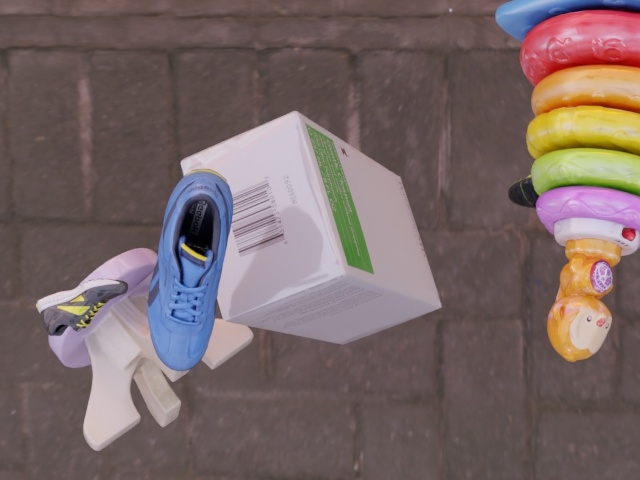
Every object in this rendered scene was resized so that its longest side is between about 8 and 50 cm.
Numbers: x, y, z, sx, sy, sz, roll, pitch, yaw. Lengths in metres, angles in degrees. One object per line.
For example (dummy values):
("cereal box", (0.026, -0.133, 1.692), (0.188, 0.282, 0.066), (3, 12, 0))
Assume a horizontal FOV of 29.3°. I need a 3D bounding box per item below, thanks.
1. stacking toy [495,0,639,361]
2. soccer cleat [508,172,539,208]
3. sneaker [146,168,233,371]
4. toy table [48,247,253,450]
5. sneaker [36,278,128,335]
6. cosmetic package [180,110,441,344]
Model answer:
("stacking toy", (0.227, -0.050, 0.987), (0.166, 0.175, 0.302), (-3, 69, 47))
("soccer cleat", (0.308, -0.048, 1.560), (0.060, 0.179, 0.072), (28, 71, -39))
("sneaker", (-0.128, 0.036, 1.169), (0.069, 0.082, 0.209), (10, 108, -5))
("toy table", (-0.232, 0.138, 1.586), (0.252, 0.274, 0.161), (-37, 76, -13))
("sneaker", (-0.192, 0.055, 1.005), (0.083, 0.031, 0.035), (-19, 77, 19))
("cosmetic package", (0.000, 0.000, 1.438), (0.155, 0.365, 0.197), (-22, 76, 18))
